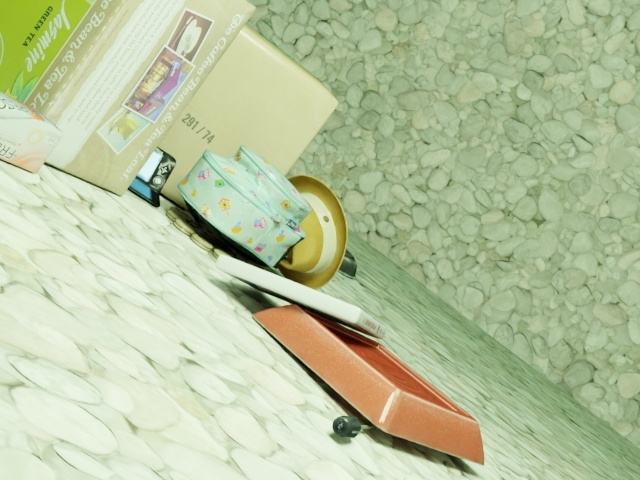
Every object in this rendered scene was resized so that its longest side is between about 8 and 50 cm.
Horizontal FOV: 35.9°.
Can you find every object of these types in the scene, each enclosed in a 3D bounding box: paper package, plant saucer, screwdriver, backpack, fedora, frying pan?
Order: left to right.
[{"bbox_3d":[-0.191,-0.219,1.643,0.325,0.309,0.168,35,7,-19],"label":"paper package"},{"bbox_3d":[-0.118,-0.059,1.503,0.188,0.144,0.166,25,17,-51],"label":"backpack"},{"bbox_3d":[-0.044,-0.011,1.615,0.079,0.194,0.194,-5,36,-47],"label":"fedora"},{"bbox_3d":[0.023,0.018,2.383,0.197,0.053,0.326,38,9,7],"label":"frying pan"},{"bbox_3d":[0.041,0.203,1.057,0.024,0.025,0.170,1,-15,16],"label":"screwdriver"},{"bbox_3d":[0.073,0.174,1.251,0.259,0.047,0.258,37,5,41],"label":"plant saucer"}]

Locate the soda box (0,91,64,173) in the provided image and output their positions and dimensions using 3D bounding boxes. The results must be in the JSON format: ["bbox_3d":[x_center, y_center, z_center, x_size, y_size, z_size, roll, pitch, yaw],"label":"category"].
[{"bbox_3d":[-0.375,-0.137,1.097,0.058,0.063,0.183,39,6,29],"label":"soda box"}]

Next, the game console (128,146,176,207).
[{"bbox_3d":[-0.282,-0.119,1.506,0.122,0.107,0.071,35,-23,-20],"label":"game console"}]

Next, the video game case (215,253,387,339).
[{"bbox_3d":[-0.021,0.078,1.309,0.201,0.023,0.183,20,-6,18],"label":"video game case"}]

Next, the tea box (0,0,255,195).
[{"bbox_3d":[-0.331,-0.299,1.350,0.323,0.329,0.220,38,5,29],"label":"tea box"}]

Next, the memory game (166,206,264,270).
[{"bbox_3d":[-0.159,0.003,1.517,0.186,0.012,0.186,35,5,-4],"label":"memory game"}]
